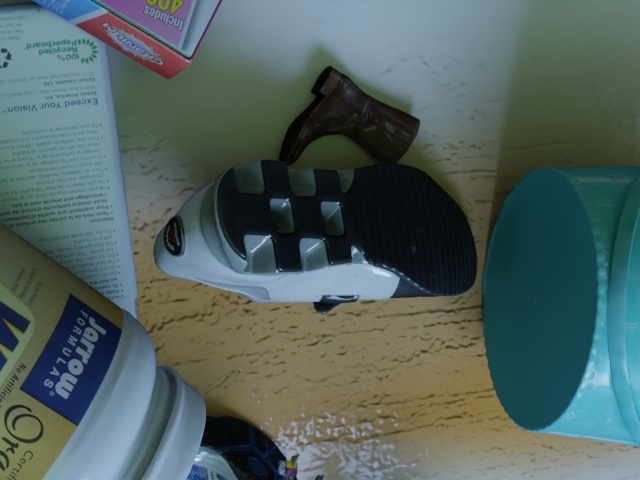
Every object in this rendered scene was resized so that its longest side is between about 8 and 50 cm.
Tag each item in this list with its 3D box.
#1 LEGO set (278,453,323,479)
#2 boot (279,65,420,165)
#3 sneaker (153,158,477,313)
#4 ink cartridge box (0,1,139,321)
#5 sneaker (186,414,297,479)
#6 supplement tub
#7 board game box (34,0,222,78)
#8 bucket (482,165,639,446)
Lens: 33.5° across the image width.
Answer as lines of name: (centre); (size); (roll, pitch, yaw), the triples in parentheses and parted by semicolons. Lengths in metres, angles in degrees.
LEGO set: (0.023, 0.364, 0.907); (0.331, 0.192, 0.254); (38, 52, -24)
boot: (0.030, -0.091, 0.989); (0.114, 0.037, 0.106); (31, 90, -23)
sneaker: (0.000, 0.000, 0.961); (0.331, 0.146, 0.122); (9, 69, -40)
ink cartridge box: (-0.325, -0.020, 0.871); (0.324, 0.071, 0.330); (-8, 103, -17)
sneaker: (-0.109, 0.206, 0.975); (0.211, 0.080, 0.081); (33, 112, -20)
supplement tub: (-0.262, 0.102, 0.756); (0.316, 0.228, 0.228); (38, 86, -20)
board game box: (-0.148, -0.326, 0.844); (0.242, 0.064, 0.316); (30, 74, -18)
bucket: (0.277, 0.058, 0.969); (0.183, 0.281, 0.281); (3, 97, -14)
